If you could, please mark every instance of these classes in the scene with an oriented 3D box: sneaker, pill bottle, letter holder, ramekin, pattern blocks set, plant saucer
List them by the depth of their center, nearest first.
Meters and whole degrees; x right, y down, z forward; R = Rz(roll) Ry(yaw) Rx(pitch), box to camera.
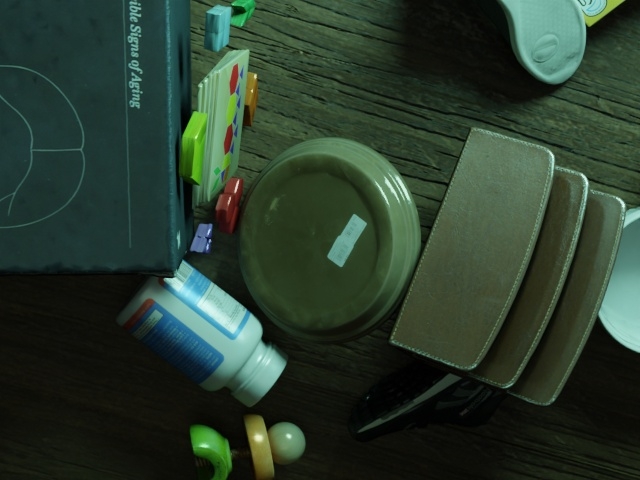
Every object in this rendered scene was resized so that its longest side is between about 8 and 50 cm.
[{"bbox_3d":[-0.127,-0.141,1.369,0.026,0.285,0.325,11,104,8],"label":"pattern blocks set"},{"bbox_3d":[0.252,0.040,1.407,0.214,0.152,0.302,19,83,23],"label":"letter holder"},{"bbox_3d":[0.000,0.000,1.447,0.278,0.041,0.278,0,89,28],"label":"plant saucer"},{"bbox_3d":[0.248,-0.334,1.450,0.104,0.147,0.296,-42,130,6],"label":"sneaker"},{"bbox_3d":[-0.158,0.127,1.489,0.221,0.124,0.124,39,95,-8],"label":"pill bottle"},{"bbox_3d":[0.463,0.047,1.516,0.207,0.109,0.207,-1,100,-3],"label":"ramekin"},{"bbox_3d":[0.180,0.229,1.537,0.283,0.107,0.124,-30,106,2],"label":"sneaker"}]

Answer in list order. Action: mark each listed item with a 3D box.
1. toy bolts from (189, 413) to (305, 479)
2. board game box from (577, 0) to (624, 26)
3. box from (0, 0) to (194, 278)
[{"bbox_3d":[-0.084,0.377,1.509,0.158,0.218,0.228,-8,118,-8],"label":"toy bolts"},{"bbox_3d":[0.346,-0.474,1.399,0.242,0.064,0.316,-38,100,28],"label":"board game box"},{"bbox_3d":[-0.401,-0.209,1.333,0.471,0.297,0.480,0,99,-1],"label":"box"}]
